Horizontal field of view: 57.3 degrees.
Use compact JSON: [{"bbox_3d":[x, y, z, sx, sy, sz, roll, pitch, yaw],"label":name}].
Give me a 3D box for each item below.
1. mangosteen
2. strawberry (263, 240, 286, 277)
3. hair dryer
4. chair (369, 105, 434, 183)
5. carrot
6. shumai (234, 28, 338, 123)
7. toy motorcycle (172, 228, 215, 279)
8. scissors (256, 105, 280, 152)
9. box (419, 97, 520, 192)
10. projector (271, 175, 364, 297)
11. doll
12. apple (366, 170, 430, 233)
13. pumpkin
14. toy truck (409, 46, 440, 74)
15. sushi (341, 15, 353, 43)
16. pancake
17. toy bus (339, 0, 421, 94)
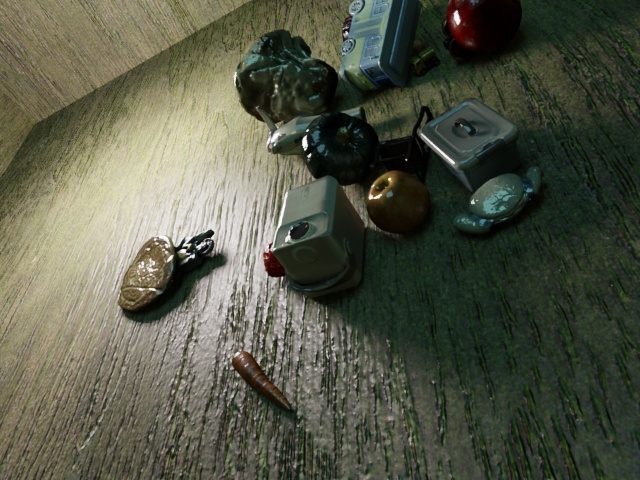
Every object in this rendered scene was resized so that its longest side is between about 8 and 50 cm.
[{"bbox_3d":[0.445,-0.623,1.676,0.257,0.215,0.215,-42,21,50],"label":"mangosteen"},{"bbox_3d":[-0.094,0.047,1.430,0.106,0.106,0.106,-21,39,18],"label":"strawberry"},{"bbox_3d":[-0.003,-0.314,1.695,0.296,0.119,0.298,-20,15,2],"label":"hair dryer"},{"bbox_3d":[0.217,-0.230,1.481,0.113,0.106,0.229,-8,43,29],"label":"chair"},{"bbox_3d":[-0.124,0.294,1.221,0.048,0.048,0.216,-45,42,-13],"label":"carrot"},{"bbox_3d":[-0.088,-0.517,1.902,0.263,0.309,0.304,22,26,36],"label":"shumai"},{"bbox_3d":[-0.382,0.032,1.690,0.193,0.061,0.124,-34,43,15],"label":"toy motorcycle"},{"bbox_3d":[-0.149,-0.349,1.811,0.110,0.212,0.021,-34,54,3],"label":"scissors"},{"bbox_3d":[0.346,-0.223,1.350,0.162,0.130,0.227,-33,38,3],"label":"box"},{"bbox_3d":[0.000,0.000,1.334,0.163,0.177,0.242,-17,41,25],"label":"projector"},{"bbox_3d":[0.373,-0.083,1.221,0.214,0.071,0.103,-34,35,7],"label":"doll"},{"bbox_3d":[0.174,-0.088,1.333,0.146,0.131,0.146,-24,40,23],"label":"apple"},{"bbox_3d":[0.053,-0.245,1.548,0.211,0.211,0.152,-55,7,-24],"label":"pumpkin"},{"bbox_3d":[0.315,-0.548,1.793,0.083,0.054,0.049,-34,37,3],"label":"toy truck"},{"bbox_3d":[0.151,-0.731,2.043,0.150,0.153,0.172,-8,61,2],"label":"sushi"},{"bbox_3d":[-0.501,0.094,1.692,0.250,0.031,0.250,-26,47,31],"label":"pancake"},{"bbox_3d":[0.186,-0.632,1.828,0.190,0.152,0.312,2,73,40],"label":"toy bus"}]
